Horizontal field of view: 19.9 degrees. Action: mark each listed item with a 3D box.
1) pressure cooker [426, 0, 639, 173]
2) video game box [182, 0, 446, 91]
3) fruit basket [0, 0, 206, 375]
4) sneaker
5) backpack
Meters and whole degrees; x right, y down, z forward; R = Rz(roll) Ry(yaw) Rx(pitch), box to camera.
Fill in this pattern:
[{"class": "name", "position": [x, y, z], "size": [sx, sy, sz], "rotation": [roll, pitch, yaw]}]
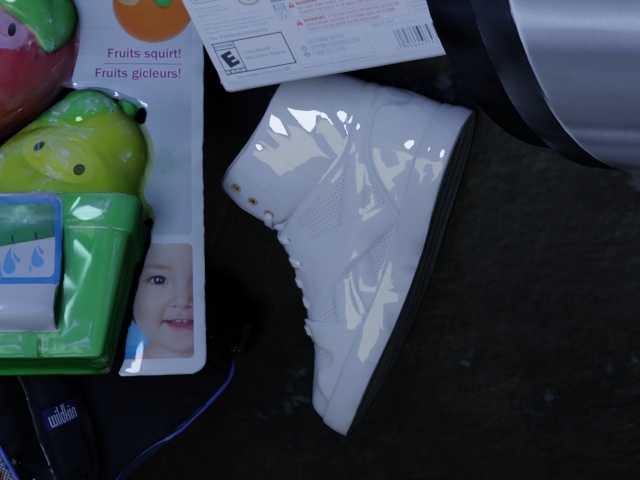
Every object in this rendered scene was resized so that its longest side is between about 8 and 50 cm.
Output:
[{"class": "pressure cooker", "position": [0.235, -0.208, 0.933], "size": [0.420, 0.375, 0.370], "rotation": [6, 121, 37]}, {"class": "video game box", "position": [-0.005, -0.192, 1.137], "size": [0.205, 0.048, 0.187], "rotation": [-7, 129, 28]}, {"class": "fruit basket", "position": [-0.240, -0.081, 1.253], "size": [0.327, 0.165, 0.353], "rotation": [0, 85, -3]}, {"class": "sneaker", "position": [0.000, 0.000, 1.387], "size": [0.169, 0.108, 0.293], "rotation": [22, 120, 11]}, {"class": "backpack", "position": [-0.229, 0.065, 1.449], "size": [0.213, 0.276, 0.263], "rotation": [-6, 118, 43]}]
